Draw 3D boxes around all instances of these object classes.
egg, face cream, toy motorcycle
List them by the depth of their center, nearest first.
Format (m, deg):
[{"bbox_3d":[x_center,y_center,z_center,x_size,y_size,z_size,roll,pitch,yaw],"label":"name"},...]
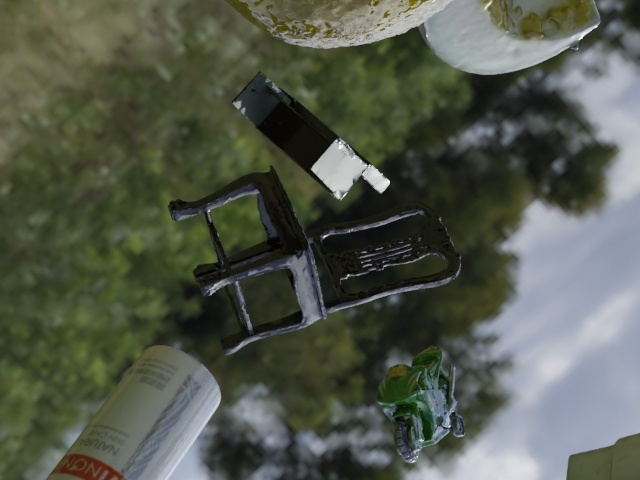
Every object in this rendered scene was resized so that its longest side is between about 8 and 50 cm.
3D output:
[{"bbox_3d":[-0.221,0.252,1.810,0.102,0.102,0.345,-33,-162,50],"label":"face cream"},{"bbox_3d":[0.110,0.183,2.110,0.074,0.106,0.190,-16,-175,22],"label":"toy motorcycle"},{"bbox_3d":[0.196,-0.327,2.236,0.206,0.271,0.162,-38,-131,18],"label":"egg"}]

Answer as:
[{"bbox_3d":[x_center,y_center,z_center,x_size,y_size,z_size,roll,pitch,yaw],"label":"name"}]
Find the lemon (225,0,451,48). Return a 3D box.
[{"bbox_3d":[0.016,-0.276,1.446,0.267,0.267,0.267,-41,-173,6],"label":"lemon"}]

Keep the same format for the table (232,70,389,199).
[{"bbox_3d":[-0.010,-0.117,2.270,0.062,0.146,0.175,-48,151,0],"label":"table"}]

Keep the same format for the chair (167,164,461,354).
[{"bbox_3d":[0.000,0.000,1.598,0.229,0.106,0.113,-20,141,-7],"label":"chair"}]

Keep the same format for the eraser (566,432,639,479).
[{"bbox_3d":[0.325,0.188,1.427,0.279,0.124,0.081,-22,-129,47],"label":"eraser"}]
